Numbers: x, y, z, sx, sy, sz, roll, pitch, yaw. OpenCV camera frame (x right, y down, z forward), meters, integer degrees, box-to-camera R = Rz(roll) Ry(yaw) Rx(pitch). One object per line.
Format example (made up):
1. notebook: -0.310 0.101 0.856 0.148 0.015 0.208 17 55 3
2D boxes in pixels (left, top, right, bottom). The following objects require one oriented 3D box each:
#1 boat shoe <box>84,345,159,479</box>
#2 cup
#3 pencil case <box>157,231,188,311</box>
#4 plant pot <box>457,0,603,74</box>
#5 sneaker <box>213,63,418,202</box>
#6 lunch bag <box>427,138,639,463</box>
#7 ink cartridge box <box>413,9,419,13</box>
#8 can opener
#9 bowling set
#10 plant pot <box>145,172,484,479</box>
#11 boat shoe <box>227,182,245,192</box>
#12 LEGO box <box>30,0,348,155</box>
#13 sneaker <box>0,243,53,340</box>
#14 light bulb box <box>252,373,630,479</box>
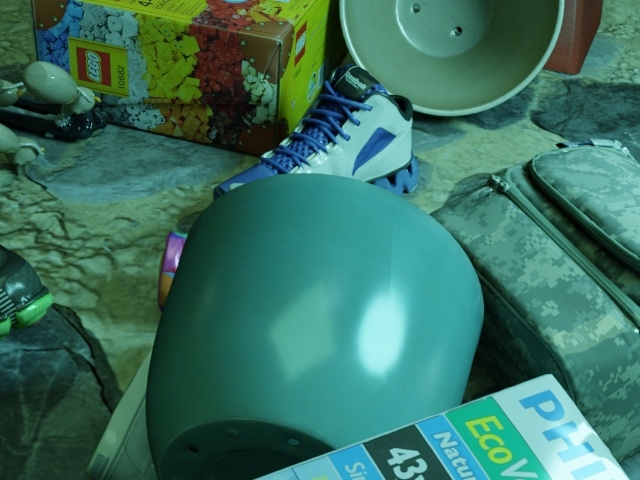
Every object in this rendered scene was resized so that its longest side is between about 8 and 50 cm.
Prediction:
1. boat shoe: -0.152 0.161 0.989 0.081 0.079 0.227 31 35 -5
2. cup: 0.202 -0.372 1.602 0.331 0.331 0.237 7 12 3
3. pencil case: -0.062 0.049 1.128 0.236 0.104 0.104 8 36 1
4. plant pot: 0.375 -0.478 1.796 0.267 0.236 0.267 16 37 14
5. sneaker: 0.004 -0.130 1.308 0.315 0.182 0.127 -21 42 -32
6. lunch bag: 0.282 0.044 1.024 0.256 0.212 0.305 -27 40 -8
7. ink cartridge box: 0.175 -0.437 1.766 0.145 0.179 0.045 28 11 29
8. can opener: -0.402 -0.178 1.444 0.186 0.073 0.059 10 75 12
9. bowling set: -0.459 -0.145 1.337 0.287 0.200 0.154 12 -4 9
10. plant pot: -0.017 0.127 0.867 0.293 0.293 0.235 11 40 8
11. boat shoe: 0.000 0.000 1.207 0.254 0.079 0.095 13 19 -24
12. LEGO box: -0.162 -0.362 1.600 0.372 0.193 0.500 13 36 10
13. sneaker: -0.474 -0.034 1.095 0.483 0.202 0.185 31 43 31
14. light bulb box: 0.069 0.323 0.607 0.361 0.225 0.358 -15 51 -25
